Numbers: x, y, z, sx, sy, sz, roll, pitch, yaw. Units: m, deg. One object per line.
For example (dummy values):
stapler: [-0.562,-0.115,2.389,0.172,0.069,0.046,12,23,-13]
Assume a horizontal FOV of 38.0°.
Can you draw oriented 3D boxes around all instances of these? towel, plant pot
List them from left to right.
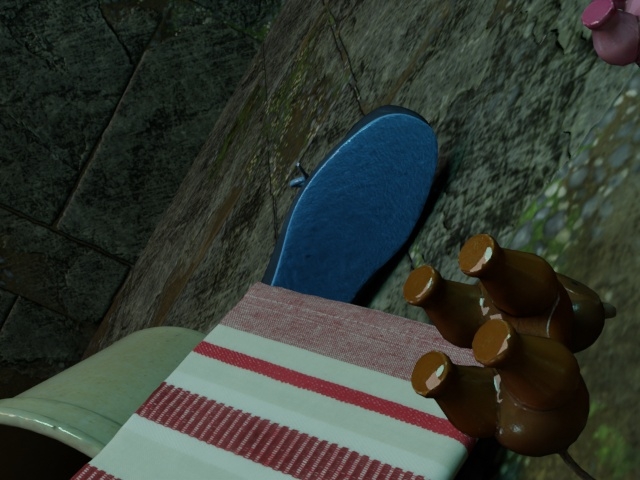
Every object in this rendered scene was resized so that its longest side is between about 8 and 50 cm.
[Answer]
plant pot: [-0.189,0.240,0.879,0.333,0.334,0.305,-55,-4,25]
towel: [-0.038,0.159,0.615,0.237,0.037,0.329,12,43,33]

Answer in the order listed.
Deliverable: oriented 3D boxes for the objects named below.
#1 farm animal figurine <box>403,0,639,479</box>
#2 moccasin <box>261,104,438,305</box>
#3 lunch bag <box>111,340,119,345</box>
farm animal figurine: [0.211,-0.004,0.342,0.330,0.172,0.327,-52,31,9]
moccasin: [0.000,0.000,0.981,0.342,0.138,0.117,-56,14,19]
lunch bag: [-0.285,0.313,1.301,0.287,0.169,0.235,-61,17,-6]
